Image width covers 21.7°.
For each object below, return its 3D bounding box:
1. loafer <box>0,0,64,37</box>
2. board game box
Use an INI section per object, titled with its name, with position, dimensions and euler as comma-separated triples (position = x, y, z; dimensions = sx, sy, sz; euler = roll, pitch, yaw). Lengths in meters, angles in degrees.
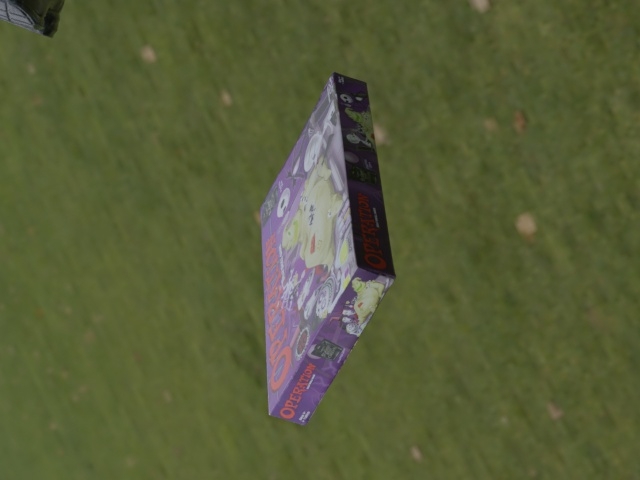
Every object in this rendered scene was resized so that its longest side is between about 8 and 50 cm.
[loafer]
position = -0.229, -0.196, 1.277
dimensions = 0.170, 0.062, 0.061
euler = -127, 57, -84
[board game box]
position = 0.000, 0.000, 1.741
dimensions = 0.347, 0.056, 0.208
euler = -96, 25, -53
